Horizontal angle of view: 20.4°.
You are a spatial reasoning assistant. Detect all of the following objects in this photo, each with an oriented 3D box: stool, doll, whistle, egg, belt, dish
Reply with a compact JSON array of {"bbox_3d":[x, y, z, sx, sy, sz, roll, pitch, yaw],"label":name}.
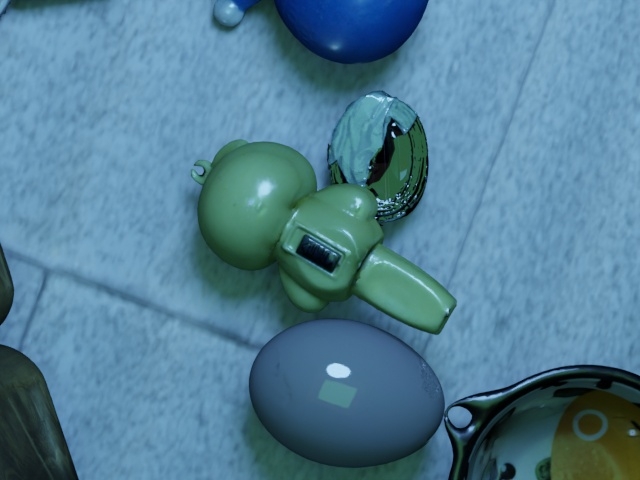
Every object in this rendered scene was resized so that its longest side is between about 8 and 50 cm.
[{"bbox_3d":[-0.356,0.148,1.720,0.179,0.179,0.264,-18,91,-5],"label":"stool"},{"bbox_3d":[-0.010,-0.281,1.779,0.257,0.161,0.215,36,120,10],"label":"doll"},{"bbox_3d":[0.000,-0.003,1.771,0.294,0.141,0.141,29,87,-1],"label":"whistle"},{"bbox_3d":[0.027,0.153,1.769,0.198,0.146,0.146,18,88,-10],"label":"egg"},{"bbox_3d":[0.059,-0.084,1.821,0.105,0.058,0.140,2,93,1],"label":"belt"},{"bbox_3d":[0.250,0.259,1.801,0.303,0.120,0.303,0,89,-5],"label":"dish"}]

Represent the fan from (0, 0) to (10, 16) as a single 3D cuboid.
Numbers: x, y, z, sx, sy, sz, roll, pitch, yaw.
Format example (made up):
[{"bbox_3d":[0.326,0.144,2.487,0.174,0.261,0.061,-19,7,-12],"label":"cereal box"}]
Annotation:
[{"bbox_3d":[-0.314,-0.271,1.781,0.244,0.074,0.130,-9,90,-6],"label":"fan"}]
